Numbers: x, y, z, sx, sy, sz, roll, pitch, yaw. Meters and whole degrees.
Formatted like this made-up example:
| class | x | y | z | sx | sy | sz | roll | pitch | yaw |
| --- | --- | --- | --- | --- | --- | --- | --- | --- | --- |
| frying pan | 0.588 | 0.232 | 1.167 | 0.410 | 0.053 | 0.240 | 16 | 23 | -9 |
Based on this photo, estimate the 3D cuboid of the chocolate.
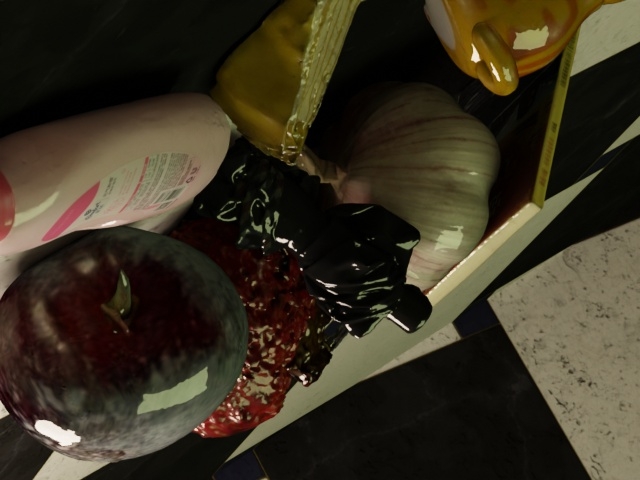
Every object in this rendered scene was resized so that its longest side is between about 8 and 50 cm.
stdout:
| class | x | y | z | sx | sy | sz | roll | pitch | yaw |
| --- | --- | --- | --- | --- | --- | --- | --- | --- | --- |
| chocolate | -0.041 | 0.094 | 2.449 | 0.206 | 0.177 | 0.224 | -45 | 167 | 35 |

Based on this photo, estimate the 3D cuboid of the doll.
| class | x | y | z | sx | sy | sz | roll | pitch | yaw |
| --- | --- | --- | --- | --- | --- | --- | --- | --- | --- |
| doll | 0.216 | -0.263 | 1.860 | 0.269 | 0.162 | 0.166 | -42 | 163 | -10 |

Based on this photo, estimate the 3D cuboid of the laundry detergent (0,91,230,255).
| class | x | y | z | sx | sy | sz | roll | pitch | yaw |
| --- | --- | --- | --- | --- | --- | --- | --- | --- | --- |
| laundry detergent | -0.216 | -0.048 | 1.594 | 0.159 | 0.088 | 0.335 | -44 | 165 | 34 |

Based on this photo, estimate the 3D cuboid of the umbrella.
| class | x | y | z | sx | sy | sz | roll | pitch | yaw |
| --- | --- | --- | --- | --- | --- | --- | --- | --- | --- |
| umbrella | 0.000 | -0.001 | 1.973 | 0.122 | 0.272 | 0.110 | -56 | -177 | -34 |

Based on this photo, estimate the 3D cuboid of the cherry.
| class | x | y | z | sx | sy | sz | roll | pitch | yaw |
| --- | --- | --- | --- | --- | --- | --- | --- | --- | --- |
| cherry | -0.200 | 0.105 | 1.913 | 0.255 | 0.218 | 0.296 | -22 | 165 | -16 |

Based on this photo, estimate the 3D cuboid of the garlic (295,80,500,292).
| class | x | y | z | sx | sy | sz | roll | pitch | yaw |
| --- | --- | --- | --- | --- | --- | --- | --- | --- | --- |
| garlic | 0.048 | -0.070 | 2.077 | 0.253 | 0.245 | 0.245 | 16 | 134 | -35 |

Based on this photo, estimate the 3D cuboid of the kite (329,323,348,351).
| class | x | y | z | sx | sy | sz | roll | pitch | yaw |
| --- | --- | --- | --- | --- | --- | --- | --- | --- | --- |
| kite | 0.091 | 0.043 | 2.413 | 0.314 | 0.011 | 0.335 | -50 | -178 | -42 |

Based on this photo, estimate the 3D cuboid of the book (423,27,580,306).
| class | x | y | z | sx | sy | sz | roll | pitch | yaw |
| --- | --- | --- | --- | --- | --- | --- | --- | --- | --- |
| book | 0.204 | -0.109 | 2.216 | 0.262 | 0.028 | 0.374 | -45 | -159 | 46 |

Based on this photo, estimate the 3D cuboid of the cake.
| class | x | y | z | sx | sy | sz | roll | pitch | yaw |
| --- | --- | --- | --- | --- | --- | --- | --- | --- | --- |
| cake | -0.015 | -0.153 | 1.729 | 0.185 | 0.116 | 0.080 | -35 | 168 | 14 |

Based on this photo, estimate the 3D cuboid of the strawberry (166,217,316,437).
| class | x | y | z | sx | sy | sz | roll | pitch | yaw |
| --- | --- | --- | --- | --- | --- | --- | --- | --- | --- |
| strawberry | -0.112 | 0.101 | 2.155 | 0.274 | 0.220 | 0.274 | -32 | 168 | -7 |
